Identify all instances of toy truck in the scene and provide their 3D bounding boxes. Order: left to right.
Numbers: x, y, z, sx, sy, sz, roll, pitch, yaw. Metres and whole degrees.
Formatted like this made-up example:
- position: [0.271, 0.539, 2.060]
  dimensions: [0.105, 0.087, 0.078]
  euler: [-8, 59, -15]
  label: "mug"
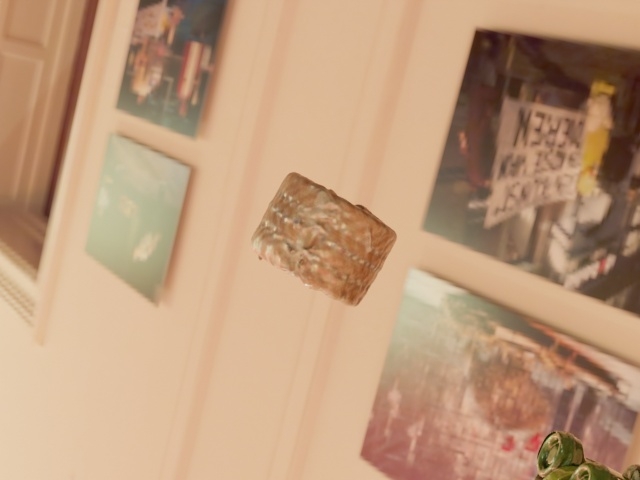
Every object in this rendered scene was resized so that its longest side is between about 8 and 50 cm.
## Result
- position: [0.285, 0.319, 1.096]
  dimensions: [0.148, 0.211, 0.187]
  euler: [26, 169, -8]
  label: "toy truck"

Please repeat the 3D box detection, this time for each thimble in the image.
- position: [0.004, 0.002, 1.573]
  dimensions: [0.196, 0.148, 0.229]
  euler: [29, -179, -10]
  label: "thimble"
